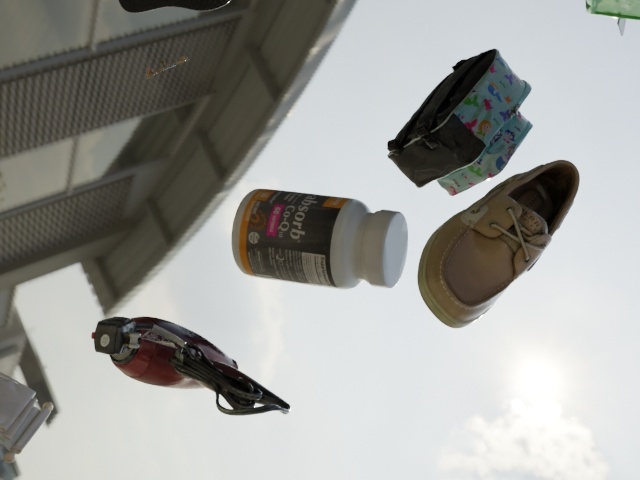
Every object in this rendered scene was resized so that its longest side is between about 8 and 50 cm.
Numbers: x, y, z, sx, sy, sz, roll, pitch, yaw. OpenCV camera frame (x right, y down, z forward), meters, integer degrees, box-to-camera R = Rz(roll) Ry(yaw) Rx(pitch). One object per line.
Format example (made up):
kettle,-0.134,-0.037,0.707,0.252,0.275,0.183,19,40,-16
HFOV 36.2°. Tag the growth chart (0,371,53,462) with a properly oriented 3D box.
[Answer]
growth chart,-0.530,0.239,1.500,0.237,0.172,0.021,31,-64,6

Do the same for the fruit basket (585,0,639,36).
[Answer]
fruit basket,0.454,-0.509,1.404,0.327,0.165,0.353,22,73,-75

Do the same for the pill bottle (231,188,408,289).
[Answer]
pill bottle,0.000,0.000,1.694,0.278,0.162,0.162,7,-58,23

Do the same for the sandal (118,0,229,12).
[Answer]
sandal,-0.213,-0.373,1.453,0.040,0.179,0.067,-58,144,-64

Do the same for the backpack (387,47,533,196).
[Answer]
backpack,0.270,-0.219,1.791,0.191,0.254,0.225,38,-29,-14

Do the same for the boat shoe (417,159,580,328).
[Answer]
boat shoe,0.218,-0.009,1.157,0.109,0.302,0.098,51,-43,-1

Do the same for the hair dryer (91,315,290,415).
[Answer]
hair dryer,-0.145,0.160,1.132,0.223,0.080,0.293,29,-1,1

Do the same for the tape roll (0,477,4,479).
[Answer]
tape roll,-0.289,0.199,0.721,0.392,0.072,0.392,29,-17,9

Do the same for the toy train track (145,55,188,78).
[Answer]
toy train track,-0.223,-0.254,1.410,0.083,0.048,0.014,-11,-66,39
